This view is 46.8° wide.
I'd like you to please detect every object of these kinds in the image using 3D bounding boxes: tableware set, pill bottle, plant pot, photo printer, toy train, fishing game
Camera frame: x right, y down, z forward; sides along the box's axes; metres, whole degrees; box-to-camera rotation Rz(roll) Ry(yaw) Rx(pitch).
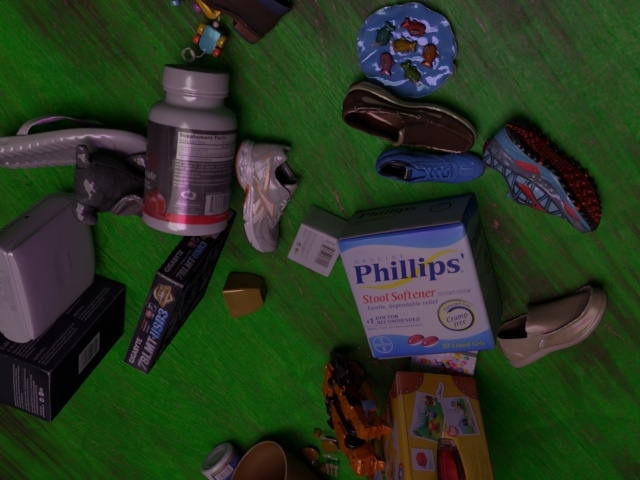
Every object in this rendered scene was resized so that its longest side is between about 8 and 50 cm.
[{"bbox_3d":[0.002,0.567,1.987,0.104,0.024,0.154,9,125,18],"label":"tableware set"},{"bbox_3d":[-0.237,0.670,2.082,0.112,0.112,0.187,-29,108,32],"label":"pill bottle"},{"bbox_3d":[-0.173,0.124,1.734,0.083,0.081,0.082,-9,118,11],"label":"plant pot"},{"bbox_3d":[-0.631,0.047,1.705,0.107,0.307,0.256,8,120,14],"label":"photo printer"},{"bbox_3d":[-0.236,-0.432,1.422,0.125,0.046,0.166,0,118,22],"label":"toy train"},{"bbox_3d":[-0.259,-0.183,1.481,0.176,0.176,0.319,12,107,13],"label":"pill bottle"},{"bbox_3d":[-0.081,0.694,1.986,0.254,0.237,0.237,34,130,-31],"label":"plant pot"},{"bbox_3d":[0.154,-0.337,1.341,0.189,0.041,0.264,12,127,12],"label":"fishing game"}]

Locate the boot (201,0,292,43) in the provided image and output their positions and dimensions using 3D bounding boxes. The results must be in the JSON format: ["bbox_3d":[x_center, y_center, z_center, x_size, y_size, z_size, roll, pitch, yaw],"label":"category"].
[{"bbox_3d":[-0.149,-0.454,1.324,0.106,0.082,0.219,-27,142,26],"label":"boot"}]

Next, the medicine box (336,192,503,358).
[{"bbox_3d":[0.207,0.076,1.511,0.263,0.149,0.289,-9,115,24],"label":"medicine box"}]

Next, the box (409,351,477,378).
[{"bbox_3d":[0.280,0.267,1.683,0.145,0.038,0.186,12,125,13],"label":"box"}]

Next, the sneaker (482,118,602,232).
[{"bbox_3d":[0.409,-0.109,1.377,0.262,0.104,0.125,45,142,-6],"label":"sneaker"}]

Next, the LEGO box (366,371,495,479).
[{"bbox_3d":[0.233,0.599,1.586,0.193,0.500,0.373,6,133,-7],"label":"LEGO box"}]

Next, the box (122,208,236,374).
[{"bbox_3d":[-0.307,0.101,1.632,0.073,0.293,0.296,28,127,2],"label":"box"}]

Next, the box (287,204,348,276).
[{"bbox_3d":[0.000,0.000,1.583,0.102,0.087,0.101,26,126,3],"label":"box"}]

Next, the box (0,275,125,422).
[{"bbox_3d":[-0.704,0.221,1.823,0.312,0.343,0.179,20,126,8],"label":"box"}]

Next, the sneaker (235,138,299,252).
[{"bbox_3d":[-0.100,-0.087,1.563,0.121,0.099,0.263,2,123,14],"label":"sneaker"}]

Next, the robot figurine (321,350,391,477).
[{"bbox_3d":[0.073,0.390,1.711,0.085,0.291,0.211,-1,118,-16],"label":"robot figurine"}]

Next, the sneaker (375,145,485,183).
[{"bbox_3d":[0.209,-0.135,1.426,0.209,0.082,0.069,7,121,14],"label":"sneaker"}]

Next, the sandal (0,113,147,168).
[{"bbox_3d":[-0.575,-0.231,1.629,0.416,0.169,0.102,-2,79,15],"label":"sandal"}]

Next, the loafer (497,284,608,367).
[{"bbox_3d":[0.465,0.171,1.515,0.092,0.102,0.268,37,127,-13],"label":"loafer"}]

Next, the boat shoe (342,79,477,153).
[{"bbox_3d":[0.159,-0.205,1.372,0.257,0.095,0.095,19,142,5],"label":"boat shoe"}]

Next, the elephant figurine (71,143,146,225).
[{"bbox_3d":[-0.410,-0.109,1.610,0.239,0.186,0.170,7,95,-15],"label":"elephant figurine"}]
